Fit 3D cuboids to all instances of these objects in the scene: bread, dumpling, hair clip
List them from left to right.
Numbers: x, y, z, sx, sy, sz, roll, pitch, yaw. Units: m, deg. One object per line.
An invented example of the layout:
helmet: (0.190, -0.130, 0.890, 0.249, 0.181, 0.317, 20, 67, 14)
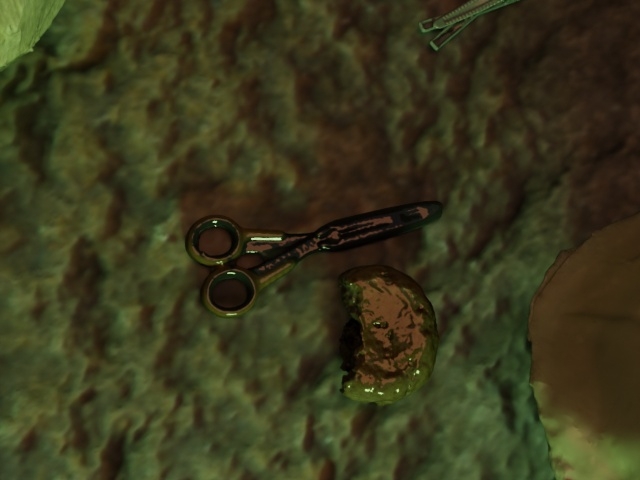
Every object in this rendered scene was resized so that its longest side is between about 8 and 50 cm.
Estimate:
bread: (0.053, 0.077, 1.135, 0.082, 0.060, 0.113, 4, 76, -8)
hair clip: (0.139, -0.209, 1.240, 0.115, 0.039, 0.030, -33, 77, -14)
dumpling: (0.316, 0.100, 1.092, 0.315, 0.233, 0.395, 33, 58, 4)

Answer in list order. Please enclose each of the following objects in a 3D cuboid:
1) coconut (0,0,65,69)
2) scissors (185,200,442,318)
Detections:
coconut: (-0.339, -0.245, 1.019, 0.346, 0.360, 0.346, -7, 39, 6)
scissors: (0.000, 0.000, 1.171, 0.220, 0.017, 0.088, -14, 77, -13)
